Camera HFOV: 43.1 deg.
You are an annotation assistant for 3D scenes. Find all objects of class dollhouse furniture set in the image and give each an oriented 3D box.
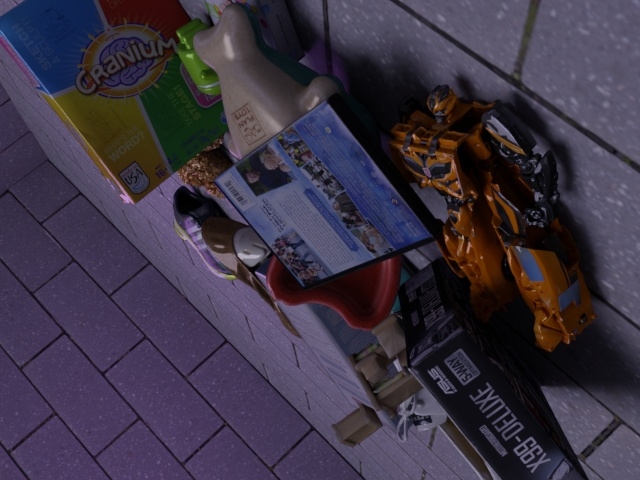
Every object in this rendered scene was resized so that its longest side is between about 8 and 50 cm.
[{"bbox_3d":[0.056,0.170,1.081,0.161,0.182,0.101,38,-162,-51],"label":"dollhouse furniture set"}]

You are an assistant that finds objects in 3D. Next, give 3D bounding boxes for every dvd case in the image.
[{"bbox_3d":[-0.002,-0.041,0.900,0.180,0.022,0.253,50,144,-11],"label":"dvd case"}]

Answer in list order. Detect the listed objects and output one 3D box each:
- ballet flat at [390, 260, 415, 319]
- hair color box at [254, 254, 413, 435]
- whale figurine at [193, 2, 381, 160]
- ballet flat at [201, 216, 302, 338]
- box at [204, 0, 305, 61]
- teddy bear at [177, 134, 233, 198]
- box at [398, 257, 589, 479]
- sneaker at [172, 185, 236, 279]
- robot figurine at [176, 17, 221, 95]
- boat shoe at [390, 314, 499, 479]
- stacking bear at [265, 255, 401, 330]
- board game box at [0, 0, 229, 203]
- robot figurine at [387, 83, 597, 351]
[{"bbox_3d":[0.141,0.094,1.207,0.213,0.072,0.068,45,-167,18],"label":"ballet flat"},{"bbox_3d":[0.051,0.179,1.528,0.374,0.113,0.185,57,162,-24],"label":"hair color box"},{"bbox_3d":[-0.033,-0.155,0.962,0.216,0.141,0.272,-23,104,52],"label":"whale figurine"},{"bbox_3d":[-0.103,0.065,1.693,0.342,0.116,0.124,49,143,-4],"label":"ballet flat"},{"bbox_3d":[-0.101,-0.307,0.969,0.145,0.038,0.186,34,159,38],"label":"box"},{"bbox_3d":[-0.270,-0.199,1.498,0.245,0.113,0.338,38,161,24],"label":"teddy bear"},{"bbox_3d":[0.200,0.168,0.985,0.242,0.076,0.307,51,-170,-9],"label":"box"},{"bbox_3d":[-0.252,-0.018,1.863,0.300,0.111,0.121,35,155,32],"label":"sneaker"},{"bbox_3d":[-0.162,-0.260,1.169,0.101,0.067,0.115,45,166,48],"label":"robot figurine"},{"bbox_3d":[0.180,0.261,1.311,0.367,0.156,0.136,48,163,1],"label":"boat shoe"},{"bbox_3d":[0.000,0.000,1.178,0.175,0.164,0.289,21,-175,-15],"label":"stacking bear"},{"bbox_3d":[-0.287,-0.251,1.202,0.316,0.242,0.064,55,161,-23],"label":"board game box"},{"bbox_3d":[0.170,-0.026,0.830,0.211,0.085,0.291,21,148,57],"label":"robot figurine"}]
